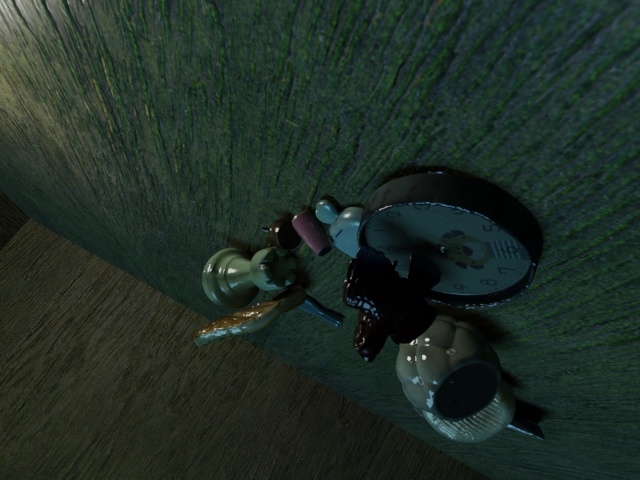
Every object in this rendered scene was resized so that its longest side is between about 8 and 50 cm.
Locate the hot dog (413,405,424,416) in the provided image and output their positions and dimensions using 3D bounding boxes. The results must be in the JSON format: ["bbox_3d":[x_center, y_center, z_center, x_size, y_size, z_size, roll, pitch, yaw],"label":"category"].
[{"bbox_3d":[0.457,0.701,1.939,0.131,0.069,0.252,30,156,23],"label":"hot dog"}]

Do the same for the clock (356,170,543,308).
[{"bbox_3d":[0.212,0.013,0.781,0.313,0.061,0.312,17,148,11],"label":"clock"}]

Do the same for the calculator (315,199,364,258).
[{"bbox_3d":[0.114,0.008,0.958,0.295,0.042,0.184,31,156,-4],"label":"calculator"}]

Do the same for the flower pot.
[{"bbox_3d":[0.303,0.303,1.099,0.246,0.246,0.195,42,-175,-27],"label":"flower pot"}]

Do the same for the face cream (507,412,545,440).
[{"bbox_3d":[0.512,0.562,1.514,0.420,0.137,0.235,15,173,22],"label":"face cream"}]

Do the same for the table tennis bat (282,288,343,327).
[{"bbox_3d":[-0.030,0.239,1.597,0.244,0.040,0.153,24,157,22],"label":"table tennis bat"}]

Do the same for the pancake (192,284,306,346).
[{"bbox_3d":[-0.215,0.242,1.417,0.082,0.387,0.387,66,155,5],"label":"pancake"}]

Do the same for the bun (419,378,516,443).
[{"bbox_3d":[0.427,0.462,1.342,0.273,0.168,0.273,8,112,20],"label":"bun"}]

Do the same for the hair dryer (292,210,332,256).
[{"bbox_3d":[-0.003,-0.005,1.049,0.106,0.054,0.154,54,-174,18],"label":"hair dryer"}]

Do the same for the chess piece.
[{"bbox_3d":[-0.205,0.099,1.359,0.194,0.194,0.299,42,145,-27],"label":"chess piece"}]

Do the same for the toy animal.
[{"bbox_3d":[0.121,0.112,0.758,0.116,0.179,0.218,-14,131,46],"label":"toy animal"}]

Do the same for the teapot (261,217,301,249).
[{"bbox_3d":[-0.086,-0.017,1.108,0.121,0.076,0.068,10,-177,-37],"label":"teapot"}]
